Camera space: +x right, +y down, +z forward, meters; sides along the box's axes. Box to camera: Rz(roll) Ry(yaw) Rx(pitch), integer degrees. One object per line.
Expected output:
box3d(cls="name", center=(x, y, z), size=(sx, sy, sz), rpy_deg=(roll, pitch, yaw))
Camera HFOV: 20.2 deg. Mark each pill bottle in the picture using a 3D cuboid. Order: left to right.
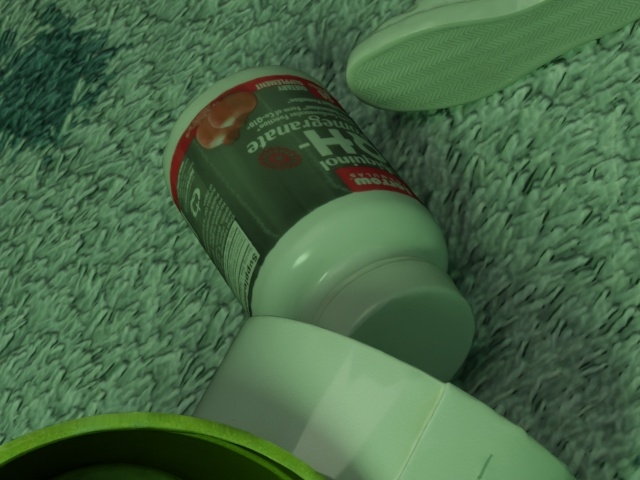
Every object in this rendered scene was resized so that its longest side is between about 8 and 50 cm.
box3d(cls="pill bottle", center=(0.000, 0.000, 1.536), size=(0.176, 0.176, 0.318), rpy_deg=(-41, 45, 4))

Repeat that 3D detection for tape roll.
box3d(cls="tape roll", center=(0.045, 0.166, 1.310), size=(0.286, 0.286, 0.100), rpy_deg=(16, 69, 41))

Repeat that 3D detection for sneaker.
box3d(cls="sneaker", center=(0.154, -0.233, 1.651), size=(0.293, 0.108, 0.169), rpy_deg=(-20, 48, 10))

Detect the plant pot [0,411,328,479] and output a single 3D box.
box3d(cls="plant pot", center=(-0.141, 0.292, 1.278), size=(0.366, 0.366, 0.353), rpy_deg=(-52, 7, -7))
